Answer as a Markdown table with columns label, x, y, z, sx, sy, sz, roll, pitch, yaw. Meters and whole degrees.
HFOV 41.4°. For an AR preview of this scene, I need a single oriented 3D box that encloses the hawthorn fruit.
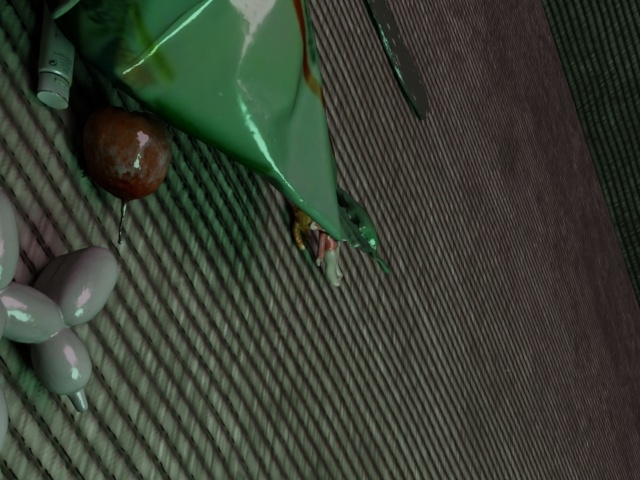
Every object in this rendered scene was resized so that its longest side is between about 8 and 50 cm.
| label | x | y | z | sx | sy | sz | roll | pitch | yaw |
| --- | --- | --- | --- | --- | --- | --- | --- | --- | --- |
| hawthorn fruit | -0.148 | -0.049 | 0.637 | 0.067 | 0.067 | 0.103 | 12 | 81 | -60 |

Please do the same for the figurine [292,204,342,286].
| label | x | y | z | sx | sy | sz | roll | pitch | yaw |
| --- | --- | --- | --- | --- | --- | --- | --- | --- | --- |
| figurine | 0.000 | 0.000 | 0.901 | 0.064 | 0.047 | 0.109 | -71 | 148 | -56 |

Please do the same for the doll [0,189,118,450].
| label | x | y | z | sx | sy | sz | roll | pitch | yaw |
| --- | --- | --- | --- | --- | --- | --- | --- | --- | --- |
| doll | -0.194 | 0.055 | 0.505 | 0.161 | 0.059 | 0.160 | 37 | 46 | -51 |

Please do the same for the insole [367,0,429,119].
| label | x | y | z | sx | sy | sz | roll | pitch | yaw |
| --- | --- | --- | --- | --- | --- | --- | --- | --- | --- |
| insole | 0.112 | -0.286 | 1.264 | 0.248 | 0.011 | 0.081 | 61 | 31 | -28 |

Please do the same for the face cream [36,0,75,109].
| label | x | y | z | sx | sy | sz | roll | pitch | yaw |
| --- | --- | --- | --- | --- | --- | --- | --- | --- | --- |
| face cream | -0.194 | -0.152 | 0.631 | 0.038 | 0.020 | 0.115 | 35 | 46 | -54 |

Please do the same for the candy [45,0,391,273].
| label | x | y | z | sx | sy | sz | roll | pitch | yaw |
| --- | --- | --- | --- | --- | --- | --- | --- | --- | --- |
| candy | -0.076 | -0.147 | 0.681 | 0.398 | 0.172 | 0.263 | 56 | 10 | -49 |
